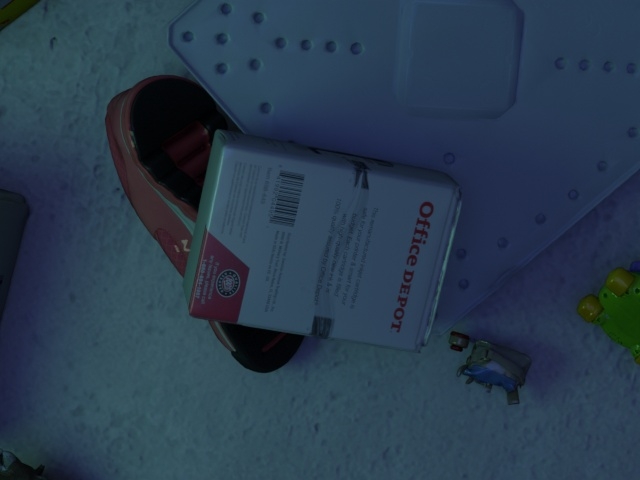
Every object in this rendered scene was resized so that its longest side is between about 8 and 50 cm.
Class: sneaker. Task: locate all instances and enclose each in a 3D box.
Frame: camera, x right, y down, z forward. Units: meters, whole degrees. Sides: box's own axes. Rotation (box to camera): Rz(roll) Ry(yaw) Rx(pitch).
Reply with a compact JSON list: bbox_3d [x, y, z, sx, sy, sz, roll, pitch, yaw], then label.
[{"bbox_3d":[-0.109,-0.019,1.374,0.116,0.136,0.314,-34,110,-24],"label":"sneaker"}]

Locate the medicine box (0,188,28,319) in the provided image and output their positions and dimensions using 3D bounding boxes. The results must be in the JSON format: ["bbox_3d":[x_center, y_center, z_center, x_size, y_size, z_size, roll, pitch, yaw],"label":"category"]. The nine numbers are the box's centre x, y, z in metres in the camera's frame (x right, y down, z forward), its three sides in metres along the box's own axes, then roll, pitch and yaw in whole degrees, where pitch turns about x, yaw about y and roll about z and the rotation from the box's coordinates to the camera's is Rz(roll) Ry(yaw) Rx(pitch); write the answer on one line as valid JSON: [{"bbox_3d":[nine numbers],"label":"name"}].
[{"bbox_3d":[-0.466,0.048,1.376,0.289,0.149,0.263,14,92,5],"label":"medicine box"}]

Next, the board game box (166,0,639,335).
[{"bbox_3d":[0.125,-0.173,1.319,0.390,0.050,0.390,-40,104,4],"label":"board game box"}]

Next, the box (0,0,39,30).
[{"bbox_3d":[-0.362,-0.354,1.347,0.290,0.177,0.279,-35,88,5],"label":"box"}]

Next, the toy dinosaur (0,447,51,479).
[{"bbox_3d":[-0.242,0.335,1.395,0.160,0.121,0.313,-11,95,17],"label":"toy dinosaur"}]

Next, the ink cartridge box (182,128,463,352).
[{"bbox_3d":[0.000,0.000,1.267,0.218,0.092,0.158,11,102,-12],"label":"ink cartridge box"}]

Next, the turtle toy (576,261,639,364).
[{"bbox_3d":[0.310,0.055,1.336,0.095,0.066,0.130,40,136,3],"label":"turtle toy"}]

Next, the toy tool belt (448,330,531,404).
[{"bbox_3d":[0.158,0.124,1.371,0.083,0.052,0.051,18,84,5],"label":"toy tool belt"}]
